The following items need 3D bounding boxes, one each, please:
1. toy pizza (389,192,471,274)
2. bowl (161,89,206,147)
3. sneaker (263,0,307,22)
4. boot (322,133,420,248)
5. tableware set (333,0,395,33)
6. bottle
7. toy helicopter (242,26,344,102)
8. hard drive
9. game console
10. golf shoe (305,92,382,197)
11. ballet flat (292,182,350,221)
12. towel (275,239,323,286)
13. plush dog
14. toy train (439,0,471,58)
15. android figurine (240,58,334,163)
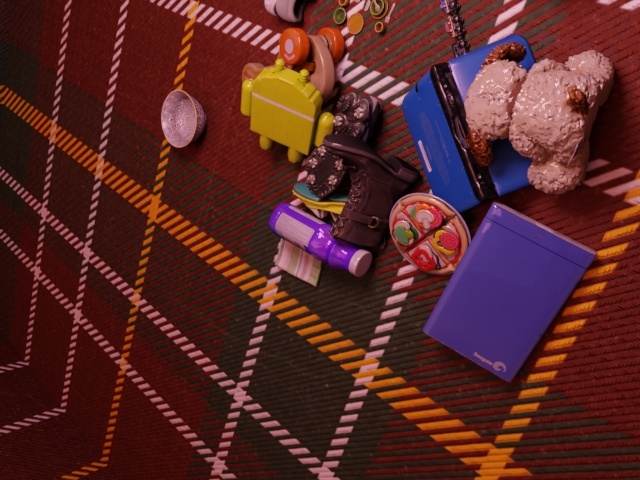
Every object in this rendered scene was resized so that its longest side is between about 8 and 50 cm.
[{"bbox_3d":[0.232,-0.008,1.234,0.201,0.032,0.201,25,133,30],"label":"toy pizza"},{"bbox_3d":[-0.400,-0.367,1.715,0.170,0.080,0.170,7,101,38],"label":"bowl"},{"bbox_3d":[-0.037,-0.660,1.371,0.108,0.100,0.272,37,123,13],"label":"sneaker"},{"bbox_3d":[0.080,-0.097,1.269,0.229,0.262,0.091,-60,24,22],"label":"boot"},{"bbox_3d":[0.096,-0.529,1.316,0.154,0.024,0.104,39,120,28],"label":"tableware set"},{"bbox_3d":[0.000,0.000,1.415,0.282,0.118,0.092,30,87,32],"label":"bottle"},{"bbox_3d":[-0.088,-0.405,1.447,0.355,0.140,0.235,14,114,49],"label":"toy helicopter"},{"bbox_3d":[0.369,0.108,1.144,0.210,0.040,0.319,30,116,15],"label":"hard drive"},{"bbox_3d":[0.329,-0.224,1.169,0.250,0.173,0.293,143,110,-70],"label":"game console"},{"bbox_3d":[0.062,-0.216,1.335,0.105,0.120,0.273,44,123,21],"label":"golf shoe"},{"bbox_3d":[0.023,-0.088,1.417,0.230,0.077,0.077,15,124,35],"label":"ballet flat"},{"bbox_3d":[-0.056,0.048,1.531,0.152,0.023,0.113,26,113,34],"label":"towel"},{"bbox_3d":[0.361,-0.232,0.994,0.225,0.210,0.263,18,96,33],"label":"plush dog"},{"bbox_3d":[0.279,-0.447,1.177,0.036,0.027,0.158,-15,87,51],"label":"toy train"},{"bbox_3d":[-0.084,-0.310,1.368,0.248,0.056,0.273,24,144,10],"label":"android figurine"}]
